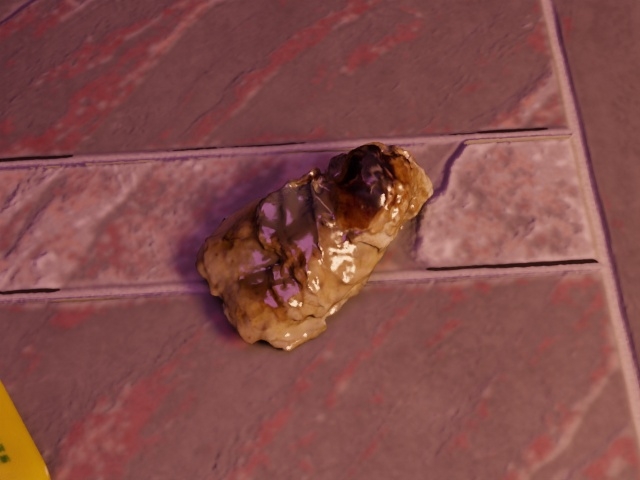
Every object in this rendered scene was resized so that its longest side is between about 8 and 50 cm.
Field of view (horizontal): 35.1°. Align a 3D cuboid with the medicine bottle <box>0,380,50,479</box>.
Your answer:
[{"bbox_3d":[-0.245,0.230,0.775,0.111,0.076,0.309,-33,59,-11],"label":"medicine bottle"}]

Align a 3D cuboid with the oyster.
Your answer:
[{"bbox_3d":[0.000,-0.014,0.919,0.232,0.107,0.161,-30,67,-13],"label":"oyster"}]
